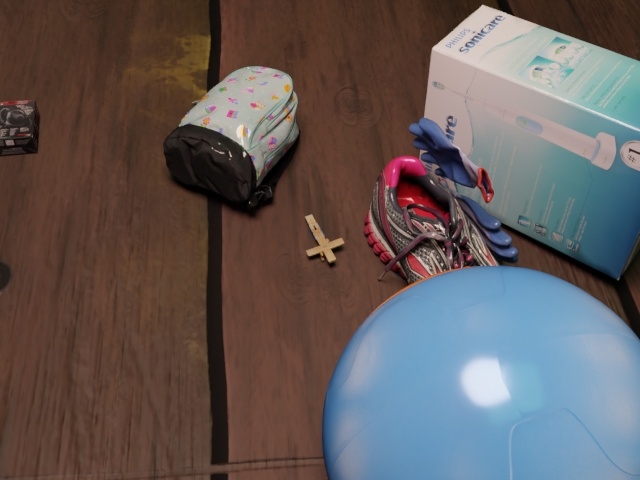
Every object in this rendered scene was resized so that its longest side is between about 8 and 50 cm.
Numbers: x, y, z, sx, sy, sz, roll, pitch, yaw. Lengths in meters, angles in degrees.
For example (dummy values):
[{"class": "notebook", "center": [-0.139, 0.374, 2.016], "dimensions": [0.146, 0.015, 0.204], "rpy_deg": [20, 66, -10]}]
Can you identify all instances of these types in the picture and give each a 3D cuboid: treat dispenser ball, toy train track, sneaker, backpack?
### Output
[{"class": "treat dispenser ball", "center": [0.145, 0.164, 0.628], "dimensions": [0.288, 0.288, 0.288], "rpy_deg": [2, 51, -3]}, {"class": "toy train track", "center": [0.000, 0.000, 0.924], "dimensions": [0.048, 0.014, 0.083], "rpy_deg": [-19, 49, -10]}, {"class": "sneaker", "center": [0.146, 0.031, 0.847], "dimensions": [0.121, 0.112, 0.299], "rpy_deg": [-25, 58, -22]}, {"class": "backpack", "center": [-0.099, -0.143, 0.966], "dimensions": [0.152, 0.115, 0.182], "rpy_deg": [25, 51, 18]}]

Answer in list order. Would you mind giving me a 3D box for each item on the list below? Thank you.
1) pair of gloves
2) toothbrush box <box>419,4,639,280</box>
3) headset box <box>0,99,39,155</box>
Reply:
[{"class": "pair of gloves", "center": [0.171, -0.054, 0.882], "dimensions": [0.023, 0.198, 0.159], "rpy_deg": [-33, 38, -3]}, {"class": "toothbrush box", "center": [0.278, -0.122, 0.899], "dimensions": [0.295, 0.216, 0.126], "rpy_deg": [28, 54, 25]}, {"class": "headset box", "center": [-0.417, -0.156, 1.002], "dimensions": [0.062, 0.032, 0.083], "rpy_deg": [-7, 51, -10]}]
